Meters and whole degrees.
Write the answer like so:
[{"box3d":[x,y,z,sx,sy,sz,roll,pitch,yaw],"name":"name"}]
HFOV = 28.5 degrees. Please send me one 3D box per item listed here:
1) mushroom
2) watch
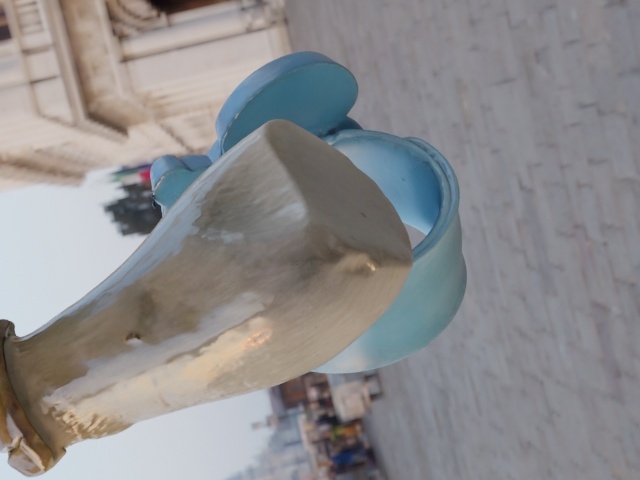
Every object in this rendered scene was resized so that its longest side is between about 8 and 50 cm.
[{"box3d":[-0.059,0.037,0.620,0.116,0.225,0.093,50,176,17],"name":"mushroom"},{"box3d":[0.000,0.000,0.886,0.193,0.211,0.211,51,161,42],"name":"watch"}]
